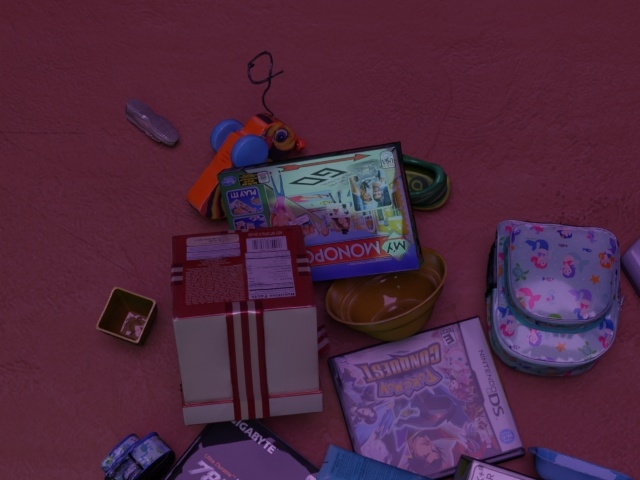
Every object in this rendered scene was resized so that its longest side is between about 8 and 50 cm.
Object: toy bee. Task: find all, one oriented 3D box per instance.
[{"bbox_3d":[-0.105,-0.160,1.933,0.298,0.162,0.195,-46,48,25],"label":"toy bee"}]

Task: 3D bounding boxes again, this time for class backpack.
[{"bbox_3d":[-0.302,0.367,1.777,0.114,0.105,0.084,-41,74,-16],"label":"backpack"},{"bbox_3d":[0.389,0.096,1.801,0.225,0.191,0.253,6,76,4],"label":"backpack"}]

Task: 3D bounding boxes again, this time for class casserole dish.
[{"bbox_3d":[0.422,0.379,1.735,0.188,0.114,0.037,16,92,9],"label":"casserole dish"}]

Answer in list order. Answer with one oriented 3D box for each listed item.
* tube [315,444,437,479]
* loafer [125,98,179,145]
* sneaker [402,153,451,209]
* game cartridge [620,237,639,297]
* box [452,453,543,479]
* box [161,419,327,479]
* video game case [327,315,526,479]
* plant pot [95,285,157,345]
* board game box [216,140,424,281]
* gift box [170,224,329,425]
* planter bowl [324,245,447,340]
[{"bbox_3d":[0.102,0.388,1.738,0.207,0.052,0.080,16,36,8],"label":"tube"},{"bbox_3d":[-0.317,-0.216,2.027,0.125,0.039,0.045,41,44,12],"label":"loafer"},{"bbox_3d":[0.086,-0.117,1.919,0.296,0.123,0.109,0,71,4],"label":"sneaker"},{"bbox_3d":[0.684,0.027,1.873,0.297,0.062,0.198,-26,75,-6],"label":"game cartridge"},{"bbox_3d":[0.351,0.420,1.670,0.290,0.169,0.087,17,83,5],"label":"box"},{"bbox_3d":[-0.126,0.461,1.754,0.295,0.073,0.293,37,77,14],"label":"box"},{"bbox_3d":[0.176,0.280,1.819,0.275,0.035,0.248,-15,70,-3],"label":"video game case"},{"bbox_3d":[-0.329,0.140,1.871,0.081,0.083,0.081,19,72,10],"label":"plant pot"},{"bbox_3d":[-0.001,-0.039,1.825,0.317,0.046,0.213,-8,105,18],"label":"board game box"},{"bbox_3d":[-0.112,0.134,1.761,0.255,0.258,0.276,-2,35,-1],"label":"gift box"},{"bbox_3d":[0.123,0.107,1.832,0.217,0.090,0.217,-17,28,10],"label":"planter bowl"}]
